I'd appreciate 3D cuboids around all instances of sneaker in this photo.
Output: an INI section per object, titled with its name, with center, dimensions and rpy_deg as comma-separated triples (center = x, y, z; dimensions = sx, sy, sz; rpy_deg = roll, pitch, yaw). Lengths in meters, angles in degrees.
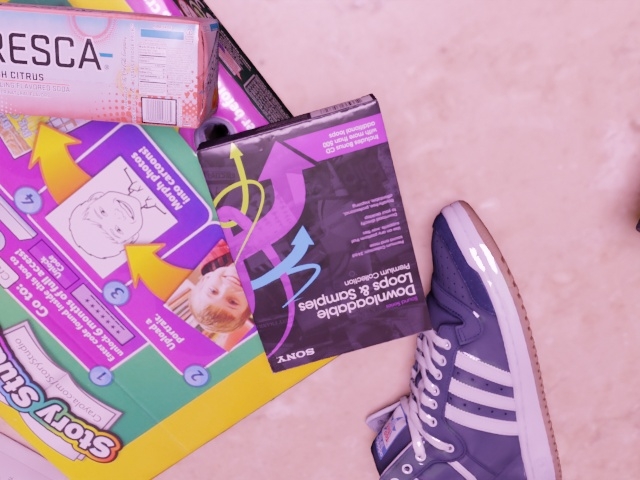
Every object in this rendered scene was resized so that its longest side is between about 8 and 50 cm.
[sneaker]
center = 0.097, 0.114, 0.557
dimensions = 0.153, 0.099, 0.282
rpy_deg = -18, 113, 6

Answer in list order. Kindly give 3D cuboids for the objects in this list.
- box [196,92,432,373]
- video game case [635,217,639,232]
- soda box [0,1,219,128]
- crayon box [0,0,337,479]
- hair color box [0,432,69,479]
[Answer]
[box]
center = 0.000, 0.000, 0.438
dimensions = 0.116, 0.029, 0.162
rpy_deg = -16, 111, 2
[video game case]
center = 0.396, -0.065, 0.476
dimensions = 0.274, 0.035, 0.248
rpy_deg = 24, 91, -7
[soda box]
center = -0.151, -0.103, 0.382
dimensions = 0.183, 0.063, 0.058
rpy_deg = 5, 109, -1
[crayon box]
center = -0.163, -0.015, 0.507
dimensions = 0.313, 0.106, 0.363
rpy_deg = -35, 106, 14
[hair color box]
center = -0.347, 0.244, 0.567
dimensions = 0.338, 0.185, 0.110
rpy_deg = 37, 109, -12
